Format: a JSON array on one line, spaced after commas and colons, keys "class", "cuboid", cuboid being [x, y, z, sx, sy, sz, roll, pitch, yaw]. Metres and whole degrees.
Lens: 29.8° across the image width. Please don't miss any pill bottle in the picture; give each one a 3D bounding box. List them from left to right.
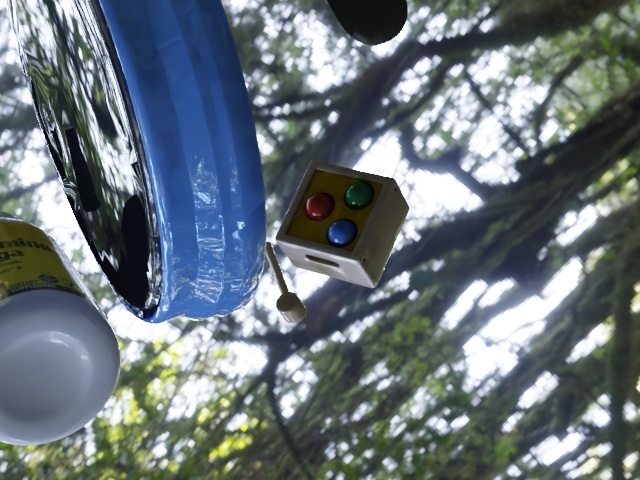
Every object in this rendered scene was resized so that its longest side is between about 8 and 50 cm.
[{"class": "pill bottle", "cuboid": [-0.374, 0.086, 1.449, 0.188, 0.188, 0.334, 5, -160, -29]}]

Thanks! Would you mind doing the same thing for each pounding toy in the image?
[{"class": "pounding toy", "cuboid": [-0.010, 0.003, 1.587, 0.181, 0.094, 0.206, 15, -112, 26]}]

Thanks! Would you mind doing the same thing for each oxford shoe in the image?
[{"class": "oxford shoe", "cuboid": [0.003, -0.256, 0.947, 0.076, 0.076, 0.212, -93, -20, -72]}]

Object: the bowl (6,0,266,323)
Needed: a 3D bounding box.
[{"class": "bowl", "cuboid": [-0.159, -0.119, 0.926, 0.077, 0.391, 0.391, -19, -116, -21]}]
